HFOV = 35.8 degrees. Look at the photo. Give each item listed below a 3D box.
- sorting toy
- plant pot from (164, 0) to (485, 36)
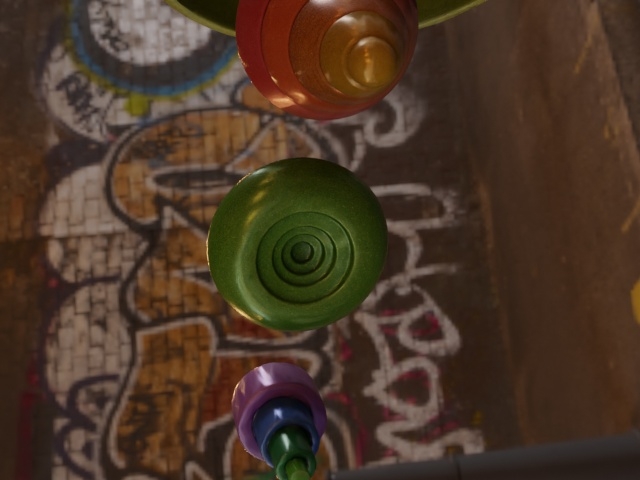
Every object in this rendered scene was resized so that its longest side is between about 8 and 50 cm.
[{"bbox_3d":[0.000,0.000,0.628,0.126,0.127,0.365,-121,37,-66],"label":"sorting toy"},{"bbox_3d":[0.007,-0.417,0.874,0.366,0.367,0.352,90,172,-73],"label":"plant pot"}]
